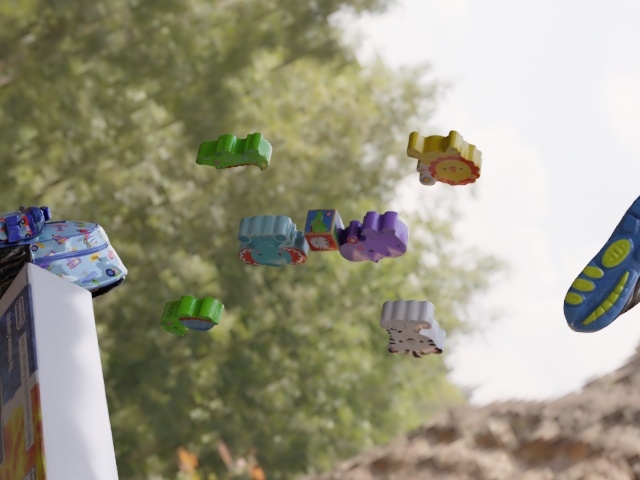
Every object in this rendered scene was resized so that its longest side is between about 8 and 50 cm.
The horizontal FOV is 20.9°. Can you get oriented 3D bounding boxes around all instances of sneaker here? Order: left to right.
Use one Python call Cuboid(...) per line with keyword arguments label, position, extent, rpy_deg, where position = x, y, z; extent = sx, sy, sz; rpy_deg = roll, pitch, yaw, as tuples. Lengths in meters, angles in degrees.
Cuboid(label="sneaker", position=(0.289, 0.012, 1.588), extent=(0.067, 0.188, 0.078), rpy_deg=(43, -5, 10))

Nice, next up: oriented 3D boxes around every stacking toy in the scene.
Cuboid(label="stacking toy", position=(0.000, 0.000, 1.271), extent=(0.052, 0.221, 0.167), rpy_deg=(66, 29, -51))

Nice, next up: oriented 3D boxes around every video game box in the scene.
Cuboid(label="video game box", position=(-0.172, 0.136, 0.859), extent=(0.048, 0.187, 0.205), rpy_deg=(27, 19, -24))

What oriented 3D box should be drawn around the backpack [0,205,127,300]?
Cuboid(label="backpack", position=(-0.294, 0.021, 1.810), extent=(0.158, 0.173, 0.117), rpy_deg=(-164, -120, -79))
